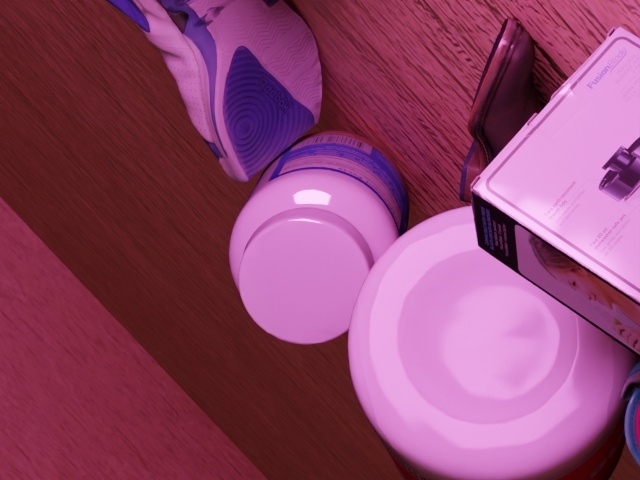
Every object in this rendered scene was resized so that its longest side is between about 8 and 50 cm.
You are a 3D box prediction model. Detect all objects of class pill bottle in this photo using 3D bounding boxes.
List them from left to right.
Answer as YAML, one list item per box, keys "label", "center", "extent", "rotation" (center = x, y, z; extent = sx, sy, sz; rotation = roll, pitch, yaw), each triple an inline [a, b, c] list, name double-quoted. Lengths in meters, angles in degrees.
- label: "pill bottle"
  center: [0.000, 0.000, 1.560]
  extent: [0.152, 0.152, 0.272]
  rotation: [47, -165, -8]
- label: "pill bottle"
  center: [0.159, 0.132, 1.521]
  extent: [0.229, 0.229, 0.407]
  rotation: [39, 172, 17]

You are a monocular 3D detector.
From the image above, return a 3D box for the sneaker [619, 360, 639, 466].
- label: "sneaker"
  center: [0.293, 0.117, 1.302]
  extent: [0.124, 0.178, 0.295]
  rotation: [42, 159, 7]

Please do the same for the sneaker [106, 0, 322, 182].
- label: "sneaker"
  center: [-0.124, -0.222, 1.599]
  extent: [0.182, 0.127, 0.315]
  rotation: [27, 149, 52]

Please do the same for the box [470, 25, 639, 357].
- label: "box"
  center: [0.263, 0.002, 1.154]
  extent: [0.290, 0.169, 0.087]
  rotation: [35, 162, 23]

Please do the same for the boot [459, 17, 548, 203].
- label: "boot"
  center: [0.172, -0.088, 1.340]
  extent: [0.106, 0.082, 0.219]
  rotation: [18, 153, 10]
